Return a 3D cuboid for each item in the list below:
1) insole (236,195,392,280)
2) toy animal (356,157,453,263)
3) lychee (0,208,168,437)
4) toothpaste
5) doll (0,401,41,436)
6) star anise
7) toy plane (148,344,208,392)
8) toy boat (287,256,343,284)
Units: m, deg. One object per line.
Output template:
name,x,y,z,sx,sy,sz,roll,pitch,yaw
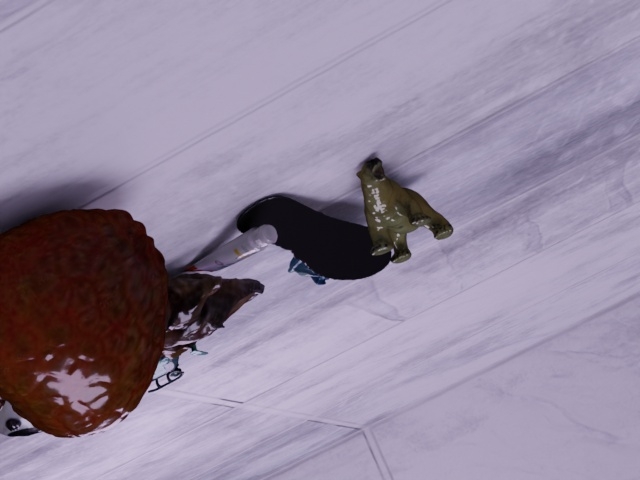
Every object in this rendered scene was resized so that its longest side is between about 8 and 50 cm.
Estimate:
insole,0.000,0.000,1.965,0.109,0.007,0.322,-37,147,21
toy animal,0.099,-0.041,1.940,0.103,0.101,0.219,-25,166,15
lychee,-0.294,0.099,1.602,0.300,0.255,0.255,-34,163,-1
toothpaste,-0.114,0.017,1.899,0.048,0.031,0.190,-1,165,-35
doll,-0.375,0.208,2.034,0.181,0.107,0.110,-16,141,-43
star anise,-0.249,0.119,1.933,0.292,0.109,0.350,-38,158,25
toy plane,-0.236,0.166,2.180,0.235,0.060,0.096,-29,149,28
toy boat,0.009,0.033,2.088,0.137,0.060,0.061,-1,133,-50
